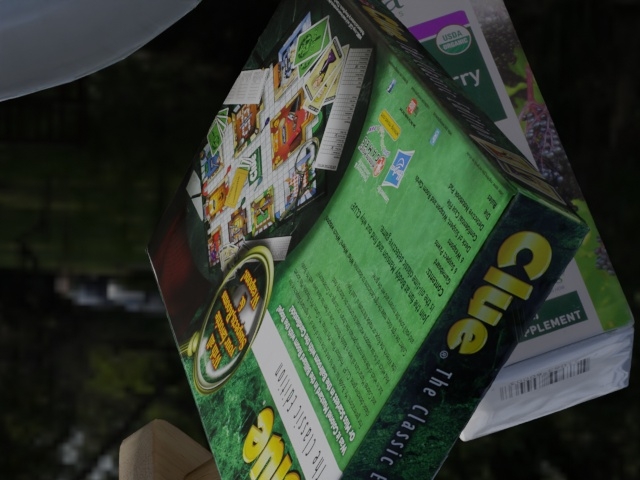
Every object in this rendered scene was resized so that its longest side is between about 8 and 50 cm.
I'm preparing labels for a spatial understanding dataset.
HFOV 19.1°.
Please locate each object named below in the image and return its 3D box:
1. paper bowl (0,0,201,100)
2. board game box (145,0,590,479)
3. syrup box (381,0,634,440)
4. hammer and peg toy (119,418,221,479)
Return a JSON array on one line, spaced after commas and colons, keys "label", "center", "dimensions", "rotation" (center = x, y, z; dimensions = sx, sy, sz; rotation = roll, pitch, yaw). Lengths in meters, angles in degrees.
[{"label": "paper bowl", "center": [-0.112, -0.170, 0.451], "dimensions": [0.284, 0.284, 0.148], "rotation": [0, 180, -34]}, {"label": "board game box", "center": [0.000, 0.000, 0.610], "dimensions": [0.030, 0.136, 0.260], "rotation": [28, -166, -21]}, {"label": "syrup box", "center": [0.075, -0.029, 0.973], "dimensions": [0.093, 0.237, 0.096], "rotation": [-18, 156, 0]}, {"label": "hammer and peg toy", "center": [0.041, 0.255, 0.828], "dimensions": [0.127, 0.266, 0.361], "rotation": [-35, 125, 20]}]
